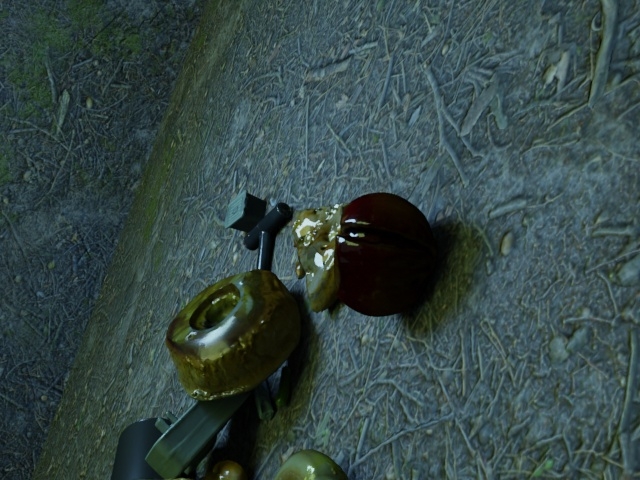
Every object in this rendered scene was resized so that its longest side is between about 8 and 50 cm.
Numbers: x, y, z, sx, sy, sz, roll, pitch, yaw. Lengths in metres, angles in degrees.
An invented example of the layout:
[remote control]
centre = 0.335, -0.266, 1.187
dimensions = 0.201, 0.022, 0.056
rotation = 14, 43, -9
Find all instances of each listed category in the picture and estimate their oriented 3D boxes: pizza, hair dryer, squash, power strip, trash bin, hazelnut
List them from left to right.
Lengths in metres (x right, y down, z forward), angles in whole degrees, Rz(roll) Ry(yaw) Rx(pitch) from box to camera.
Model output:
[trash bin]
centre = -0.398, 0.590, 1.637
dimensions = 0.214, 0.214, 0.333
rotation = -57, 26, 23
[power strip]
centre = -0.289, 0.407, 1.549
dimensions = 0.229, 0.141, 0.261
rotation = -44, -7, -37
[hair dryer]
centre = -0.129, 0.026, 1.727
dimensions = 0.173, 0.050, 0.194
rotation = -45, 39, 42
[squash]
centre = -0.074, 0.296, 1.441
dimensions = 0.027, 0.027, 0.089
rotation = -37, 37, 47
[pizza]
centre = 0.000, 0.000, 1.464
dimensions = 0.189, 0.071, 0.296
rotation = -55, 29, 27
[hazelnut]
centre = 0.104, 0.026, 1.164
dimensions = 0.178, 0.178, 0.203
rotation = 2, 78, 62

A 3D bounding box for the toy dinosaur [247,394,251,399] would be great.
[toy dinosaur]
centre = -0.184, 0.318, 1.600
dimensions = 0.106, 0.044, 0.187
rotation = 49, 141, 37

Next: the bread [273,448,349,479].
[bread]
centre = -0.008, 0.441, 1.121
dimensions = 0.213, 0.105, 0.213
rotation = -36, 45, 46

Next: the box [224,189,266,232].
[box]
centre = -0.201, -0.074, 1.902
dimensions = 0.122, 0.069, 0.084
rotation = -30, 47, 52

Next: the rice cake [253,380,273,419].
[rice cake]
centre = -0.131, 0.314, 1.527
dimensions = 0.180, 0.031, 0.042
rotation = -116, 35, -55

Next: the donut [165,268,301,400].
[donut]
centre = -0.188, 0.184, 1.499
dimensions = 0.330, 0.159, 0.330
rotation = -23, 23, 10

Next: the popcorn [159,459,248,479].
[popcorn]
centre = -0.259, 0.570, 1.357
dimensions = 0.225, 0.265, 0.332
rotation = 102, -169, -45
